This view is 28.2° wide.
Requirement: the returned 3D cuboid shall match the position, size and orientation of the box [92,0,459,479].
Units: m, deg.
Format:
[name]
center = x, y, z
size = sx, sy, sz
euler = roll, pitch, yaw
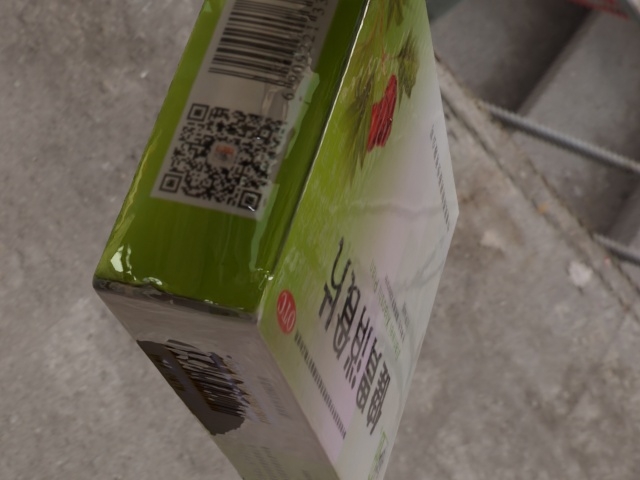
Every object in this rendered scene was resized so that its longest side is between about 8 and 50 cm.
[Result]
[box]
center = 0.001, -0.001, 0.532
size = 0.062, 0.260, 0.175
euler = 12, 67, 15
